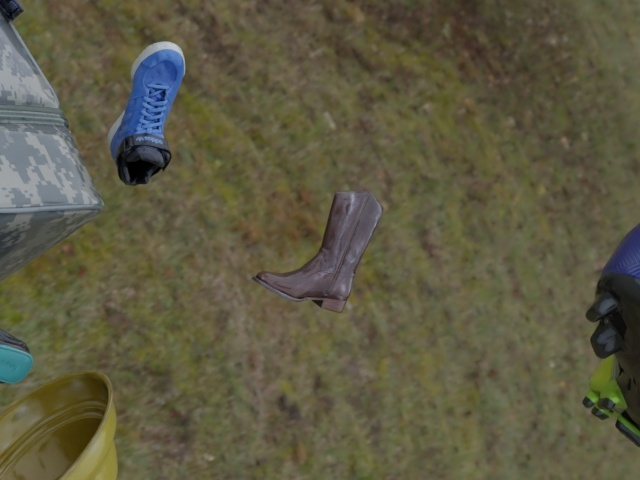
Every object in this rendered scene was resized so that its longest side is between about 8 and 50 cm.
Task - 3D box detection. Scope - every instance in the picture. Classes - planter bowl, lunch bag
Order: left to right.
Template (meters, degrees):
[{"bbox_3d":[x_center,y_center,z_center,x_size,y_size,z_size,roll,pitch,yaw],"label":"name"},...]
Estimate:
[{"bbox_3d":[-0.373,-0.072,1.085,0.256,0.305,0.212,62,28,7],"label":"lunch bag"},{"bbox_3d":[-0.275,0.241,1.272,0.090,0.217,0.217,54,37,-26],"label":"planter bowl"}]

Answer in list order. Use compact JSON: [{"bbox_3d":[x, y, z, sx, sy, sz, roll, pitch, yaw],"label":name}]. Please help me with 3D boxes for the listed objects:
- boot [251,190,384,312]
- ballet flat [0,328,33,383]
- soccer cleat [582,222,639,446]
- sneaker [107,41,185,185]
[{"bbox_3d":[0.000,0.000,1.109,0.106,0.037,0.114,16,99,-39],"label":"boot"},{"bbox_3d":[-0.516,0.140,1.760,0.095,0.096,0.280,-53,154,-7],"label":"ballet flat"},{"bbox_3d":[0.237,0.067,0.818,0.121,0.093,0.289,-48,153,-13],"label":"soccer cleat"},{"bbox_3d":[-0.170,-0.121,1.258,0.058,0.152,0.085,9,41,-32],"label":"sneaker"}]
